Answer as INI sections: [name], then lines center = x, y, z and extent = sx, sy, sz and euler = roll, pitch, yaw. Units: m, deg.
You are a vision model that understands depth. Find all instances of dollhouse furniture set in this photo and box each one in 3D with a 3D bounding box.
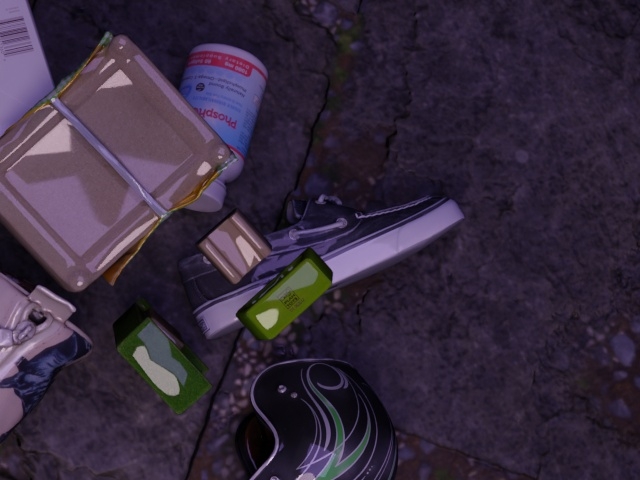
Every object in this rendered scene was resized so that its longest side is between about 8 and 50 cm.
[dollhouse furniture set]
center = -0.158, -0.018, 1.434
extent = 0.197, 0.151, 0.301
euler = -42, 97, -2

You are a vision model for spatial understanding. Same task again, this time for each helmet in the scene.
[helmet]
center = -0.009, 0.210, 1.495
extent = 0.169, 0.169, 0.161
euler = -6, 60, -15

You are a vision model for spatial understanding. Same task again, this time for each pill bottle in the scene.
[pill bottle]
center = -0.113, -0.115, 1.596
extent = 0.087, 0.087, 0.160
euler = 17, 72, -9

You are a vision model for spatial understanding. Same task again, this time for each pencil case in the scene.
[pencil case]
center = -0.380, 0.199, 1.396
extent = 0.160, 0.183, 0.410
euler = 37, 71, -3

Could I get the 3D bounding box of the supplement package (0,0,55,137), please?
[supplement package]
center = -0.348, -0.147, 1.486
extent = 0.149, 0.203, 0.194
euler = -15, 80, -18

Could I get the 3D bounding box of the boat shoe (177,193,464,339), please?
[boat shoe]
center = 0.000, 0.000, 1.589
extent = 0.301, 0.108, 0.102
euler = -22, 83, -11
